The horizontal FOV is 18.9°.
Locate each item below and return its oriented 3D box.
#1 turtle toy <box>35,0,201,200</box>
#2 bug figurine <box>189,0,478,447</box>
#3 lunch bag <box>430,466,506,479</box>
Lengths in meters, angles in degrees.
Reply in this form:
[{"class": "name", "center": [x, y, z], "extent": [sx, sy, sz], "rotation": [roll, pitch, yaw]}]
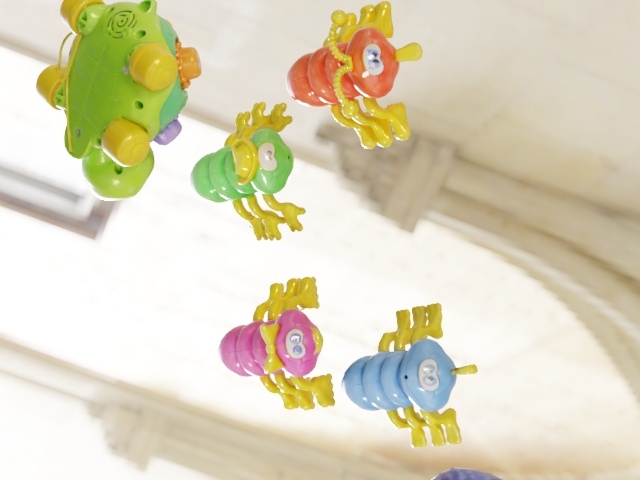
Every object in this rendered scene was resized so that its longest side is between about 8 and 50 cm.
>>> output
[{"class": "turtle toy", "center": [-0.115, -0.082, 1.125], "extent": [0.095, 0.066, 0.130], "rotation": [39, -61, 35]}, {"class": "bug figurine", "center": [0.000, 0.000, 1.194], "extent": [0.216, 0.072, 0.279], "rotation": [-19, -101, 48]}, {"class": "lunch bag", "center": [0.157, 0.265, 0.337], "extent": [0.239, 0.385, 0.328], "rotation": [-57, -154, 32]}]
